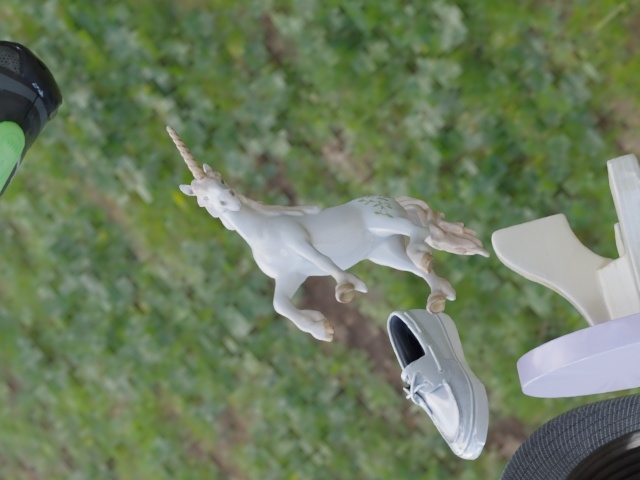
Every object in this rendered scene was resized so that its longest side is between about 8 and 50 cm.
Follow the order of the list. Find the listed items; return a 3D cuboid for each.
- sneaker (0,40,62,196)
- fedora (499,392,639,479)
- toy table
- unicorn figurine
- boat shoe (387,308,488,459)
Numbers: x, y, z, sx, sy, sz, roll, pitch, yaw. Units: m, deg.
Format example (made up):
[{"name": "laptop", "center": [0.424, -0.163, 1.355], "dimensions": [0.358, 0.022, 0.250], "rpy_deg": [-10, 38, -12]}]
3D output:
[{"name": "sneaker", "center": [-0.346, -0.147, 1.326], "dimensions": [0.483, 0.202, 0.185], "rpy_deg": [37, 166, 33]}, {"name": "fedora", "center": [0.255, 0.207, 1.212], "dimensions": [0.276, 0.243, 0.124], "rpy_deg": [-7, 122, 17]}, {"name": "toy table", "center": [0.301, 0.034, 1.727], "dimensions": [0.252, 0.274, 0.160], "rpy_deg": [92, 167, -70]}, {"name": "unicorn figurine", "center": [0.000, 0.000, 1.004], "dimensions": [0.111, 0.162, 0.060], "rpy_deg": [51, 126, 42]}, {"name": "boat shoe", "center": [0.103, 0.126, 1.728], "dimensions": [0.184, 0.063, 0.066], "rpy_deg": [-104, 30, -46]}]
